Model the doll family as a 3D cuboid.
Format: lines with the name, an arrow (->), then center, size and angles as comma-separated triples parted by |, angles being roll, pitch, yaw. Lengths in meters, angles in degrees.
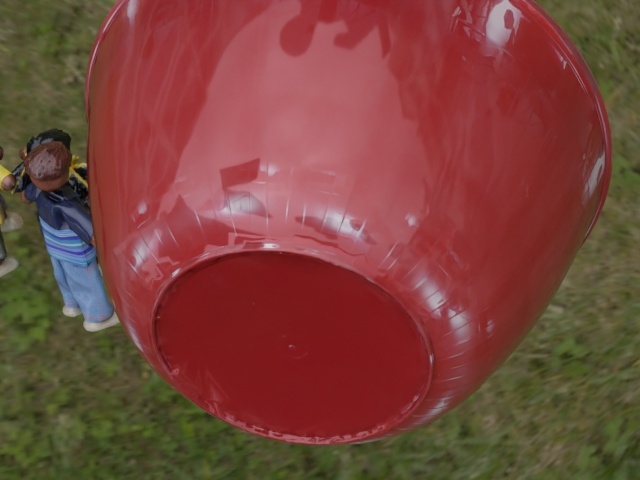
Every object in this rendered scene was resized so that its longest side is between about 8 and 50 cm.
doll family -> -0.166, -0.027, 0.871 | 0.193, 0.076, 0.111 | 19, 131, 31

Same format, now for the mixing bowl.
mixing bowl -> 0.000, 0.000, 0.503 | 0.182, 0.098, 0.181 | 7, 134, 7
